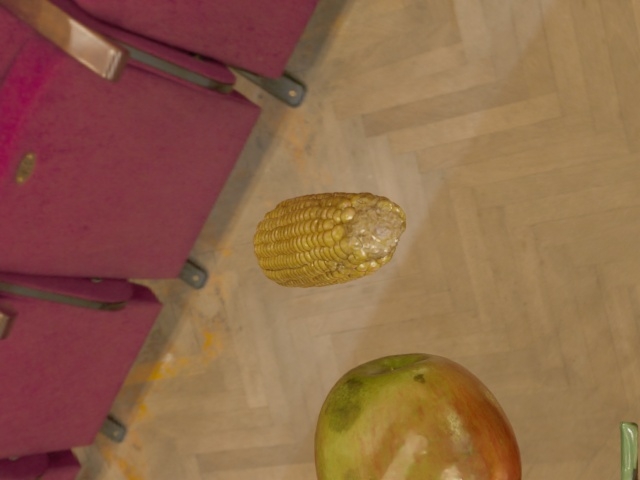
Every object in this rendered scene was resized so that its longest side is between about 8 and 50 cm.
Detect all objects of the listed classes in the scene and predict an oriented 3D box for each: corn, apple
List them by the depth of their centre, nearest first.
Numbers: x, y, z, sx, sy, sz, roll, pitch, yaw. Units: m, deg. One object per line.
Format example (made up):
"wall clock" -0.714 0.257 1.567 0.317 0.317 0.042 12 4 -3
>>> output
"apple" 0.112 0.248 0.899 0.246 0.246 0.226 -23 87 26
"corn" 0.000 0.000 1.003 0.347 0.130 0.130 173 87 -67

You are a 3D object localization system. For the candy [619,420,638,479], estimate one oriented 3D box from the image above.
"candy" 0.306 0.404 0.741 0.119 0.119 0.440 -2 76 26
